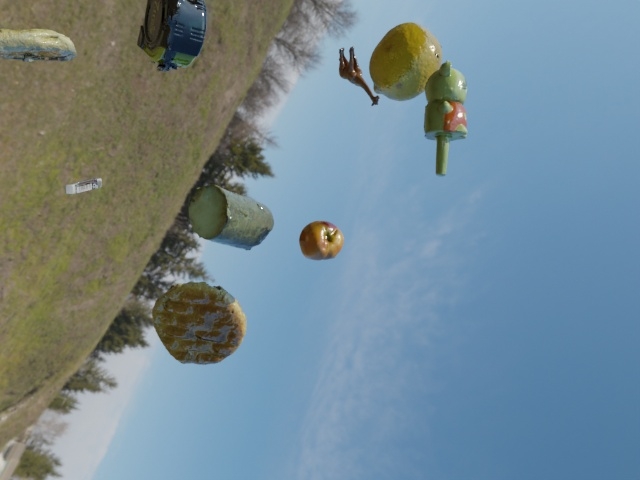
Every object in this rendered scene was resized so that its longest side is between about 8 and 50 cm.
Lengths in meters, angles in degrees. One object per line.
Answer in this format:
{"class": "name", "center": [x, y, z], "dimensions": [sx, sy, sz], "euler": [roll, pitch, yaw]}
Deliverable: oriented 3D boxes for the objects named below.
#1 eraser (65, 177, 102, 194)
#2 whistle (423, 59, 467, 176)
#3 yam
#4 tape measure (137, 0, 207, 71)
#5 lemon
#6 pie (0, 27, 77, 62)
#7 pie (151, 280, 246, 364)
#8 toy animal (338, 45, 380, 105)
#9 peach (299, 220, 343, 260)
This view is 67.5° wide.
{"class": "eraser", "center": [-0.584, -0.135, 1.180], "dimensions": [0.099, 0.019, 0.027], "euler": [-39, 138, -60]}
{"class": "whistle", "center": [0.311, -0.304, 1.191], "dimensions": [0.131, 0.106, 0.289], "euler": [3, 89, -76]}
{"class": "yam", "center": [-0.305, -0.072, 1.656], "dimensions": [0.195, 0.300, 0.195], "euler": [-5, -101, 25]}
{"class": "tape measure", "center": [-0.323, -0.471, 1.061], "dimensions": [0.186, 0.112, 0.199], "euler": [49, -52, 42]}
{"class": "lemon", "center": [0.276, -0.579, 1.579], "dimensions": [0.253, 0.228, 0.228], "euler": [-48, -157, 18]}
{"class": "pie", "center": [-0.902, -0.569, 1.396], "dimensions": [0.337, 0.337, 0.075], "euler": [-142, -131, -70]}
{"class": "pie", "center": [-0.410, 0.281, 1.632], "dimensions": [0.340, 0.339, 0.083], "euler": [-53, -169, 22]}
{"class": "toy animal", "center": [0.152, -0.663, 1.932], "dimensions": [0.066, 0.230, 0.224], "euler": [-27, -151, -24]}
{"class": "peach", "center": [0.000, 0.000, 1.500], "dimensions": [0.138, 0.138, 0.138], "euler": [-50, -157, 29]}
